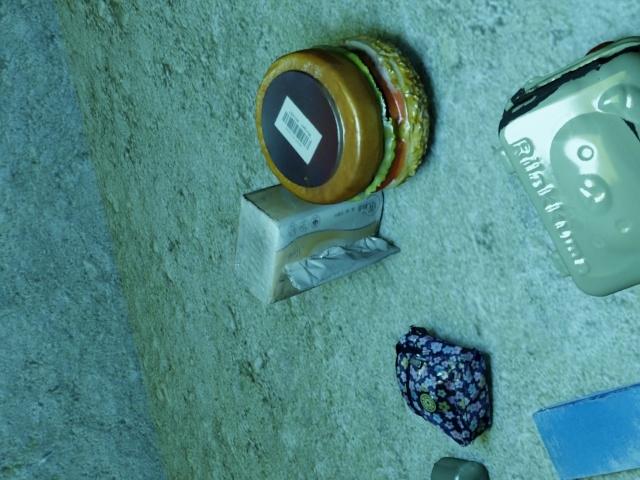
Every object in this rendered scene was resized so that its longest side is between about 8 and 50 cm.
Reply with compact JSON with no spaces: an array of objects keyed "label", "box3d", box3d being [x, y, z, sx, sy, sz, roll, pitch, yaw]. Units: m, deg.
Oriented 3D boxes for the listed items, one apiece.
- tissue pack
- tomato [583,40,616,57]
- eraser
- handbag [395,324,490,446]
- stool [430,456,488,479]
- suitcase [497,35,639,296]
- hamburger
[{"label":"tissue pack","box3d":[0.000,0.000,2.056,0.238,0.305,0.238,23,122,43]},{"label":"tomato","box3d":[0.452,-0.270,1.548,0.075,0.087,0.087,-138,33,-85]},{"label":"eraser","box3d":[0.519,0.339,1.742,0.312,0.042,0.144,-32,79,53]},{"label":"handbag","box3d":[0.243,0.293,2.011,0.208,0.127,0.229,16,125,48]},{"label":"stool","box3d":[0.290,0.504,2.064,0.110,0.096,0.096,3,107,58]},{"label":"suitcase","box3d":[0.463,-0.118,1.440,0.339,0.194,0.351,-25,98,32]},{"label":"hamburger","box3d":[0.052,-0.237,1.935,0.330,0.250,0.330,21,120,42]}]
